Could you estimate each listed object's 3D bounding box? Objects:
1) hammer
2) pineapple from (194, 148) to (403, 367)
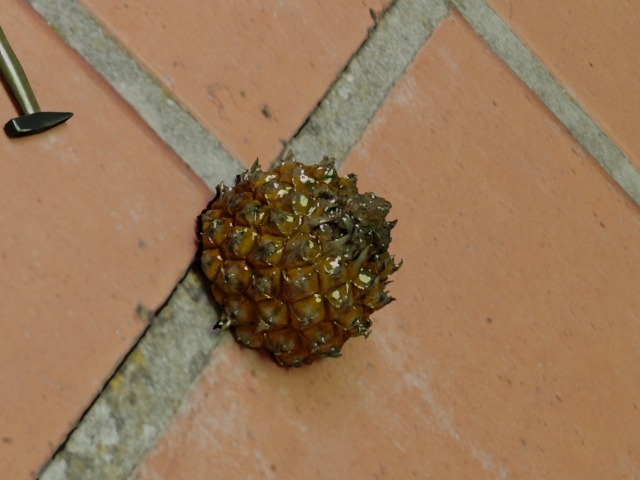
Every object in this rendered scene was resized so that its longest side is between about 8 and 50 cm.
[{"bbox_3d":[-0.250,-0.169,1.399,0.062,0.013,0.199,-15,76,-50],"label":"hammer"},{"bbox_3d":[0.003,0.001,1.439,0.161,0.137,0.176,37,42,-22],"label":"pineapple"}]
